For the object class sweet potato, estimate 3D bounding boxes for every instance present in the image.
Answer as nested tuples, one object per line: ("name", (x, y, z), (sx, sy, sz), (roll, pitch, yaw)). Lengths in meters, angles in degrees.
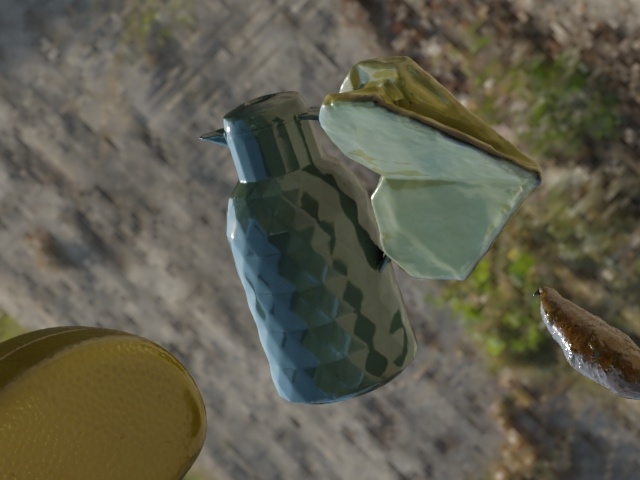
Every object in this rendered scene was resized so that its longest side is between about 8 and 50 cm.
("sweet potato", (0.264, 0.102, 1.594), (0.206, 0.060, 0.068), (48, 172, 45))

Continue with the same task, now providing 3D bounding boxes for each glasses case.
("glasses case", (-0.259, 0.206, 1.233), (0.141, 0.371, 0.173), (4, 137, 53))

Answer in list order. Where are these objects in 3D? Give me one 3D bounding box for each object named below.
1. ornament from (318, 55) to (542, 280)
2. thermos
("ornament", (0.101, -0.052, 1.327), (0.180, 0.059, 0.201), (3, 135, 37))
("thermos", (0.000, 0.000, 1.547), (0.145, 0.182, 0.286), (-45, -58, -59))
